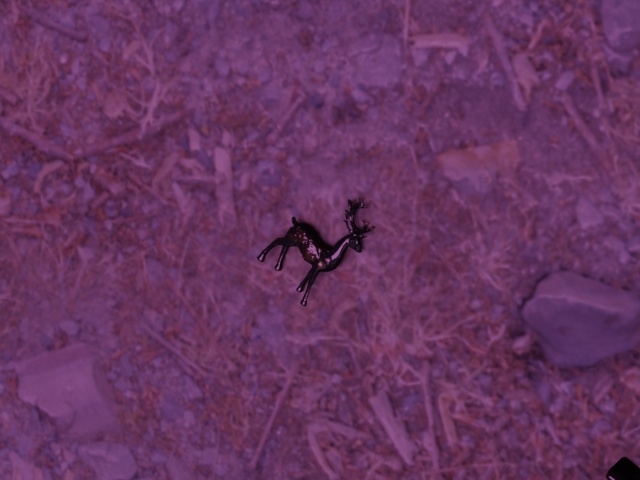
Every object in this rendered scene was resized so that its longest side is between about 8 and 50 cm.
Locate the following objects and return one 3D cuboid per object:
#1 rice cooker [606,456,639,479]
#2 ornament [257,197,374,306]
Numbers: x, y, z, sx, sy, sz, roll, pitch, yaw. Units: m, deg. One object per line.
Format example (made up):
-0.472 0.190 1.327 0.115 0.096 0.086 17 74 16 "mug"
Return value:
0.378 0.262 1.674 0.280 0.241 0.227 37 113 12 "rice cooker"
0.000 0.000 1.921 0.073 0.028 0.125 48 118 9 "ornament"
